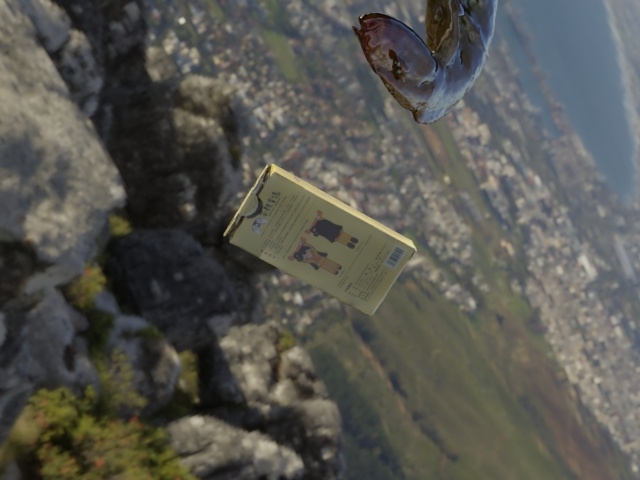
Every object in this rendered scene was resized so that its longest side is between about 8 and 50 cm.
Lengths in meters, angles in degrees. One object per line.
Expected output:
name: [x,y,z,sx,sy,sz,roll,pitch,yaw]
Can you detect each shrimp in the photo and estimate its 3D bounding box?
shrimp: [0.040,-0.123,0.556,0.236,0.053,0.133,-8,111,-66]

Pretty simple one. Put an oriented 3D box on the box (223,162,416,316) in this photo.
box: [0.000,0.000,0.984,0.149,0.073,0.020,29,15,-18]
